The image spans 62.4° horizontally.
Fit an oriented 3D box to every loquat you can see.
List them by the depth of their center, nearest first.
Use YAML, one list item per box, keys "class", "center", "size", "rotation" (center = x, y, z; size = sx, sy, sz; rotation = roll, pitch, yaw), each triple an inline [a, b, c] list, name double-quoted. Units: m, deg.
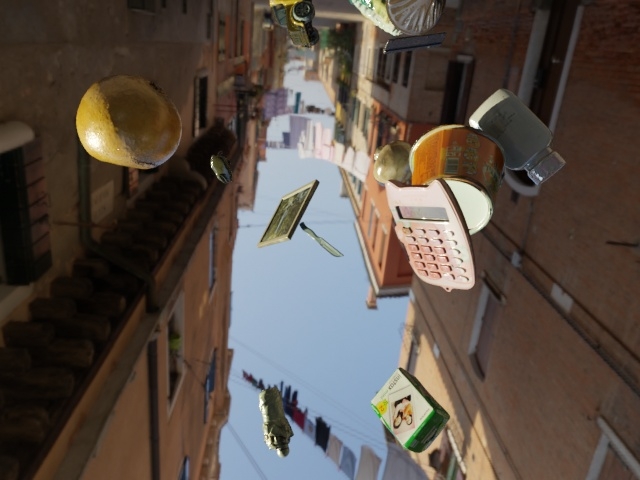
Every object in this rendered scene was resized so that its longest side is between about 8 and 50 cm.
- class: "loquat"
  center: [-0.499, -0.304, 1.395]
  size: [0.262, 0.263, 0.263]
  rotation: [5, -160, -2]

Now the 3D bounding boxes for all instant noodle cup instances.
- class: "instant noodle cup"
  center: [0.388, -0.162, 1.546]
  size: [0.296, 0.296, 0.214]
  rotation: [10, -132, 12]

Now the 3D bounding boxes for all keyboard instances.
- class: "keyboard"
  center: [0.282, -0.592, 1.577]
  size: [0.195, 0.018, 0.060]
  rotation: [-13, 163, -15]

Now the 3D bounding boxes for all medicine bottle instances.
- class: "medicine bottle"
  center: [0.607, -0.312, 1.618]
  size: [0.296, 0.161, 0.111]
  rotation: [52, -152, 17]

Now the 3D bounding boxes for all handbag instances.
- class: "handbag"
  center: [-0.338, -0.245, 1.816]
  size: [0.072, 0.111, 0.047]
  rotation: [-19, -154, 16]

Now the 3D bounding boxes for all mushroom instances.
- class: "mushroom"
  center: [0.246, -0.260, 1.771]
  size: [0.166, 0.166, 0.127]
  rotation: [-12, -134, -39]

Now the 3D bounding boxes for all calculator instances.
- class: "calculator"
  center: [0.282, -0.011, 1.324]
  size: [0.220, 0.330, 0.048]
  rotation: [6, -145, 48]

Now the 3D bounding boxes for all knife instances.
- class: "knife"
  center: [-0.001, 0.000, 1.871]
  size: [0.210, 0.028, 0.015]
  rotation: [40, -164, 23]

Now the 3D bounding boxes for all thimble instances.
- class: "thimble"
  center: [0.237, -0.881, 1.917]
  size: [0.254, 0.167, 0.288]
  rotation: [24, -161, -47]

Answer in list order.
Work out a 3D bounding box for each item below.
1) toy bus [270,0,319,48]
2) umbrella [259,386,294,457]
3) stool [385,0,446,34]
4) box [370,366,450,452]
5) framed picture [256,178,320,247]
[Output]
- class: "toy bus"
  center: [-0.067, -0.661, 1.346]
  size: [0.122, 0.336, 0.121]
  rotation: [-2, 167, 8]
- class: "umbrella"
  center: [-0.095, 0.384, 1.116]
  size: [0.062, 0.144, 0.067]
  rotation: [-32, 159, 38]
- class: "stool"
  center: [0.226, -0.541, 1.142]
  size: [0.125, 0.217, 0.121]
  rotation: [34, -122, -10]
- class: "box"
  center: [0.294, 0.563, 1.759]
  size: [0.103, 0.180, 0.250]
  rotation: [36, -176, -34]
- class: "framed picture"
  center: [-0.123, -0.089, 1.911]
  size: [0.020, 0.241, 0.324]
  rotation: [32, 163, -19]
